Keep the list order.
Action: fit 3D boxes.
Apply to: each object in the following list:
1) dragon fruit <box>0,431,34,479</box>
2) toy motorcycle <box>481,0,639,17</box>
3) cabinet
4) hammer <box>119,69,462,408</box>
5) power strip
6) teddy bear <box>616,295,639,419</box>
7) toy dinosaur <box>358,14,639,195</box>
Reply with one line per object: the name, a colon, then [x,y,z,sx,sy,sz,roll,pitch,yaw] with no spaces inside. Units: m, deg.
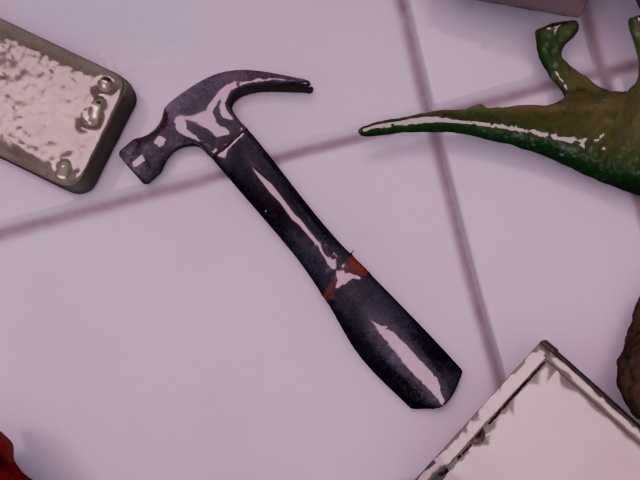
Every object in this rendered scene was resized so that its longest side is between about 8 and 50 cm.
dragon fruit: [-0.221,0.247,1.281,0.269,0.200,0.198,41,80,-31]
toy motorcycle: [0.166,-0.258,1.297,0.341,0.108,0.223,16,73,27]
cabinet: [0.176,0.187,1.252,0.206,0.150,0.145,42,93,8]
hammer: [0.000,0.000,1.346,0.137,0.037,0.290,-41,81,1]
power strip: [-0.278,-0.132,1.377,0.288,0.053,0.093,26,87,8]
teddy bear: [0.302,0.075,1.268,0.190,0.140,0.177,30,92,-7]
toy dinosaur: [0.269,-0.018,1.321,0.447,0.087,0.301,-11,101,9]
